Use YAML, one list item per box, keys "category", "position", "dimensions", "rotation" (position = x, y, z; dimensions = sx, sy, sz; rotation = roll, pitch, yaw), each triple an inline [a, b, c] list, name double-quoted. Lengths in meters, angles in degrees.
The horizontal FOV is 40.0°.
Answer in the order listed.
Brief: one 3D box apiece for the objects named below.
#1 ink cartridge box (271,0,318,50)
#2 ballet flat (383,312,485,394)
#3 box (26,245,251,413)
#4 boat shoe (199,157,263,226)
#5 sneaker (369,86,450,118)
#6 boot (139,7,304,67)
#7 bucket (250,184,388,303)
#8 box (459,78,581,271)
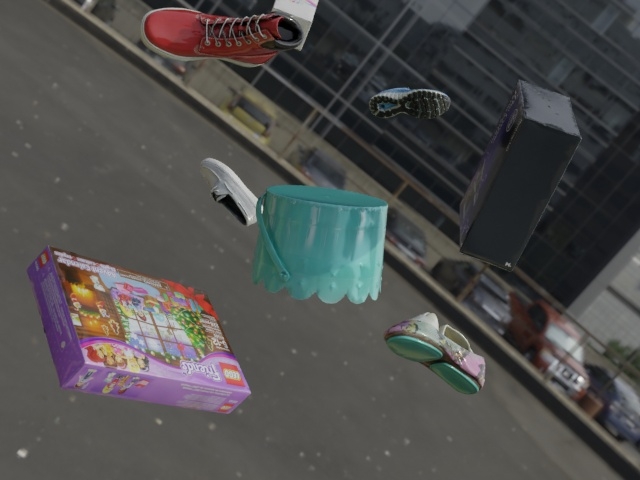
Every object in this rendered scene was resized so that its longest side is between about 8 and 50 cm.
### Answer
- category: "ink cartridge box"
  position: [-0.062, -0.491, 1.913]
  dimensions: [0.090, 0.092, 0.143]
  rotation: [18, 54, -7]
- category: "ballet flat"
  position: [0.172, 0.156, 1.309]
  dimensions: [0.221, 0.077, 0.079]
  rotation: [34, 54, -35]
- category: "box"
  position: [-0.245, 0.129, 1.212]
  dimensions: [0.293, 0.057, 0.201]
  rotation: [22, 31, -48]
- category: "boat shoe"
  position: [-0.206, -0.102, 1.922]
  dimensions: [0.184, 0.066, 0.063]
  rotation: [48, 50, 3]
- category: "sneaker"
  position: [0.183, -0.290, 1.781]
  dimensions: [0.162, 0.063, 0.073]
  rotation: [5, 36, 17]
- category: "boot"
  position: [-0.158, -0.346, 1.441]
  dimensions: [0.244, 0.088, 0.176]
  rotation: [1, -2, -32]
- category: "bucket"
  position: [0.000, 0.000, 1.709]
  dimensions: [0.281, 0.183, 0.281]
  rotation: [7, 10, -1]
- category: "box"
  position: [0.325, -0.110, 1.471]
  dimensions: [0.103, 0.261, 0.184]
  rotation: [18, 30, -4]
